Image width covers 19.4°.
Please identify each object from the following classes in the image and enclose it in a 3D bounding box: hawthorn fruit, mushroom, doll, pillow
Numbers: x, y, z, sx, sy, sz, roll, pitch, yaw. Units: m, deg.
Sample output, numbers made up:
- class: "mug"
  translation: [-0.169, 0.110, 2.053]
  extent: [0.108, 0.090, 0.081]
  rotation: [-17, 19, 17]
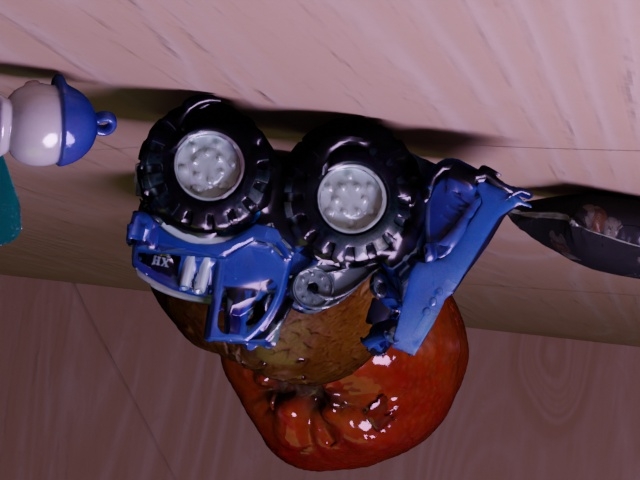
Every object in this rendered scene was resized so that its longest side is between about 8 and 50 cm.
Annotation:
- class: "hawthorn fruit"
  translation: [0.037, 0.092, 1.639]
  extent: [0.211, 0.211, 0.299]
  rotation: [5, -176, 23]
- class: "mushroom"
  translation: [-0.044, 0.033, 1.367]
  extent: [0.194, 0.138, 0.231]
  rotation: [8, 175, -10]
- class: "doll"
  translation: [-0.172, -0.059, 0.932]
  extent: [0.143, 0.057, 0.099]
  rotation: [-1, 137, -16]
- class: "pillow"
  translation: [0.198, -0.001, 1.163]
  extent: [0.150, 0.048, 0.090]
  rotation: [13, 165, -21]

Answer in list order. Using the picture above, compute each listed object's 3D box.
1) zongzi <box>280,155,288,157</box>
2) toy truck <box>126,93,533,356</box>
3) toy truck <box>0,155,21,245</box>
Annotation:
- class: "zongzi"
  translation: [0.009, -0.033, 1.181]
  extent: [0.130, 0.062, 0.154]
  rotation: [-13, 166, -22]
- class: "toy truck"
  translation: [0.000, 0.000, 1.003]
  extent: [0.208, 0.126, 0.113]
  rotation: [7, 175, -4]
- class: "toy truck"
  translation: [-0.299, -0.035, 1.059]
  extent: [0.253, 0.124, 0.114]
  rotation: [12, 172, -32]
